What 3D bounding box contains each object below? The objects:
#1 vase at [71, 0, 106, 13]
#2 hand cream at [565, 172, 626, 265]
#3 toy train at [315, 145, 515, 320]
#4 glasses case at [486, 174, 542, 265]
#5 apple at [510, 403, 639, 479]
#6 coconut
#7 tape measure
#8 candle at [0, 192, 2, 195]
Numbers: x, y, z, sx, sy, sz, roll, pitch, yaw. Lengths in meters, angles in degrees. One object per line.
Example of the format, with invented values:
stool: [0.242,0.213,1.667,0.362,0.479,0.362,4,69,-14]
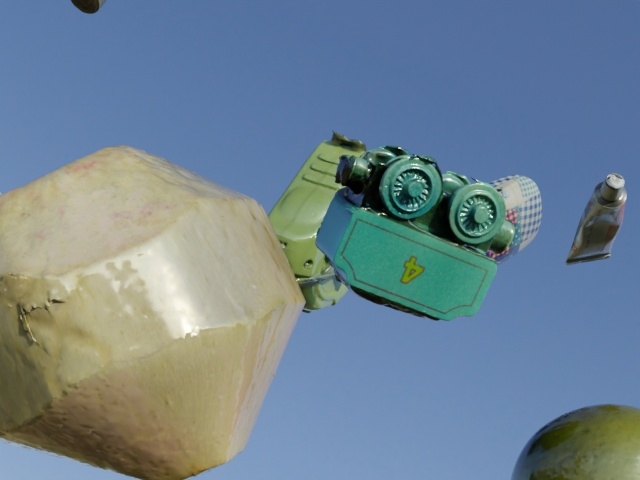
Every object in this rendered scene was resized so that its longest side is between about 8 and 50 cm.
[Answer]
vase: [-0.337,-0.392,1.751,0.053,0.100,0.053,13,-44,12]
hand cream: [0.345,-0.021,1.415,0.052,0.038,0.216,18,-23,11]
toy train: [0.092,-0.009,1.159,0.198,0.154,0.107,21,7,-19]
glasses case: [0.219,0.000,1.791,0.076,0.327,0.125,28,-45,50]
apple: [0.265,0.242,1.028,0.196,0.196,0.157,34,-49,-19]
coconut: [-0.139,0.062,0.839,0.259,0.259,0.259,14,-35,10]
tape measure: [0.000,0.000,1.399,0.106,0.200,0.175,18,-33,25]
candle: [-0.378,0.021,1.273,0.192,0.168,0.068,7,-17,0]
